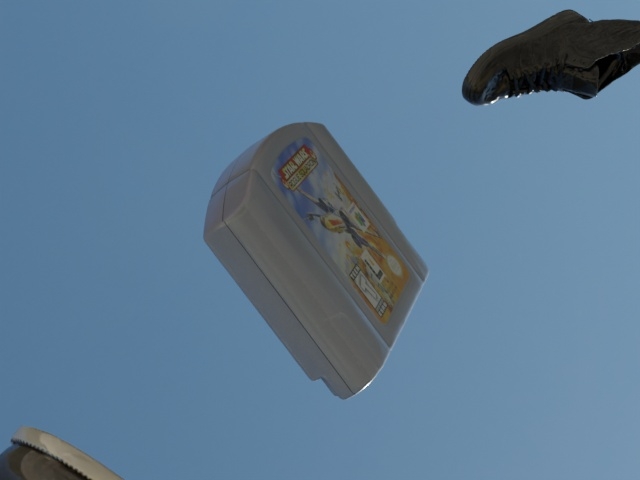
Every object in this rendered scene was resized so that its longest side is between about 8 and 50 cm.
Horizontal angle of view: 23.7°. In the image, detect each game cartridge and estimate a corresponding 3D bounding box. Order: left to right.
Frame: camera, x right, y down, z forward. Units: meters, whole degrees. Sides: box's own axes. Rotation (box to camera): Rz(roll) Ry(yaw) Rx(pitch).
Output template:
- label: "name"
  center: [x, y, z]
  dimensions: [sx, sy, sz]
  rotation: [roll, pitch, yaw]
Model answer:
- label: "game cartridge"
  center: [0.000, 0.000, 1.292]
  dimensions: [0.198, 0.062, 0.297]
  rotation: [57, -160, -8]

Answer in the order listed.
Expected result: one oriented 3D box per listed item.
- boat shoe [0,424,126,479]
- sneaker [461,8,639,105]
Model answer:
- label: "boat shoe"
  center: [-0.049, 0.220, 0.660]
  dimensions: [0.095, 0.112, 0.335]
  rotation: [-51, -55, -27]
- label: "sneaker"
  center: [0.217, -0.157, 1.373]
  dimensions: [0.170, 0.051, 0.089]
  rotation: [-33, -129, -17]
